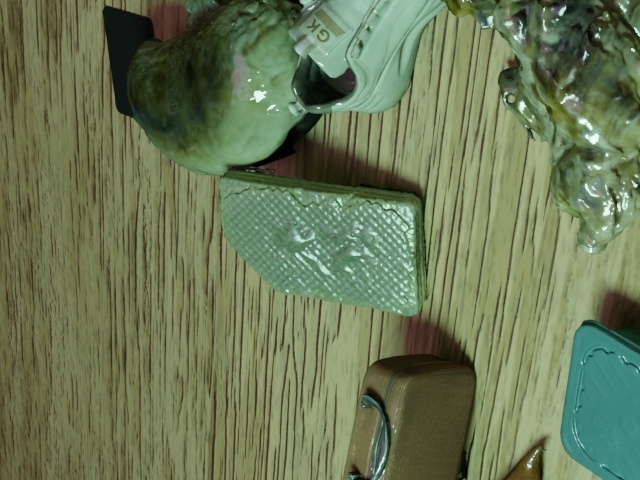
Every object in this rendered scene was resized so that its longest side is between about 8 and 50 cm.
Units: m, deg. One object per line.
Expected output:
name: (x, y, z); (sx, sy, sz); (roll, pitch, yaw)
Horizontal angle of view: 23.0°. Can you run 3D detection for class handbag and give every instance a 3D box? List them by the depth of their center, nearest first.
handbag: (0.099, 0.228, 1.813); (0.072, 0.151, 0.193); (21, 99, 44)

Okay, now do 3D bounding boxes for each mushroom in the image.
mushroom: (-0.131, -0.191, 1.903); (0.344, 0.130, 0.247); (0, 115, 50)

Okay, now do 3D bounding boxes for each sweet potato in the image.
sweet potato: (0.223, 0.295, 1.817); (0.056, 0.056, 0.195); (47, 135, 23)

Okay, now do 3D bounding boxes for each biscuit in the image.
biscuit: (0.000, 0.000, 1.843); (0.252, 0.052, 0.150); (10, 121, 22)

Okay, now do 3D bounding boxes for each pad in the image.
pad: (-0.253, -0.235, 2.133); (0.112, 0.003, 0.157); (22, 127, 42)

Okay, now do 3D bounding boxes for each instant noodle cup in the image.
instant noodle cup: (0.327, 0.171, 1.600); (0.157, 0.070, 0.179); (32, 133, 38)

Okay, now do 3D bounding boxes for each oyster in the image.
oyster: (0.227, -0.156, 1.493); (0.238, 0.115, 0.351); (-5, 106, 52)

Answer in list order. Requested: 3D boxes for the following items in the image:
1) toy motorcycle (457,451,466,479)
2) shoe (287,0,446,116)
toy motorcycle: (0.106, 0.285, 1.952); (0.173, 0.058, 0.100); (14, 114, 44)
shoe: (0.041, -0.238, 1.642); (0.124, 0.159, 0.316); (47, 143, 24)
